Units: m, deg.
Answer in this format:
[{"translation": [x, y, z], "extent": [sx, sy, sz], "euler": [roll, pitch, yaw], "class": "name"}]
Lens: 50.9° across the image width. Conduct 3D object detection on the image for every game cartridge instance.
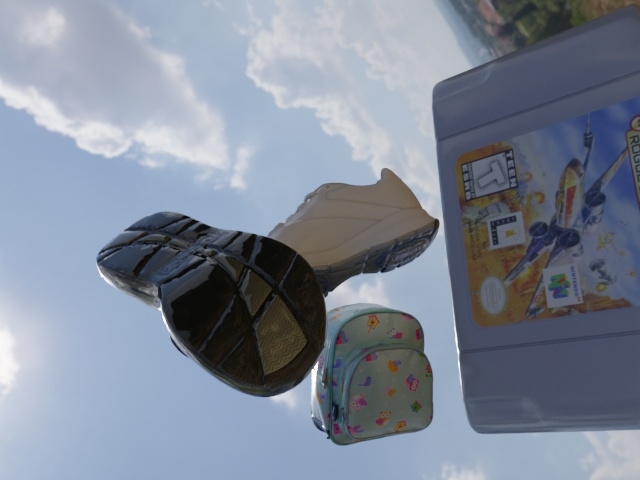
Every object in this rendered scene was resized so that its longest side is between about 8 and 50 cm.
[{"translation": [0.187, -0.014, 0.494], "extent": [0.062, 0.198, 0.297], "euler": [11, -111, -44], "class": "game cartridge"}]

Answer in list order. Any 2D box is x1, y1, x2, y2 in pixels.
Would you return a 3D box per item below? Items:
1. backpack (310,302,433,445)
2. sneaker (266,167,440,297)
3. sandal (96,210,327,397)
[{"translation": [0.072, 0.183, 0.947], "extent": [0.144, 0.166, 0.188], "euler": [168, 99, -70], "class": "backpack"}, {"translation": [0.000, 0.000, 0.862], "extent": [0.129, 0.297, 0.111], "euler": [62, 160, 25], "class": "sneaker"}, {"translation": [-0.094, 0.050, 0.586], "extent": [0.303, 0.120, 0.086], "euler": [24, 141, 50], "class": "sandal"}]
